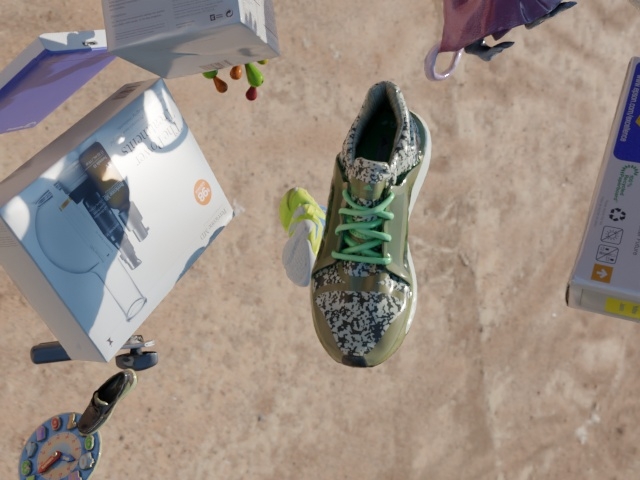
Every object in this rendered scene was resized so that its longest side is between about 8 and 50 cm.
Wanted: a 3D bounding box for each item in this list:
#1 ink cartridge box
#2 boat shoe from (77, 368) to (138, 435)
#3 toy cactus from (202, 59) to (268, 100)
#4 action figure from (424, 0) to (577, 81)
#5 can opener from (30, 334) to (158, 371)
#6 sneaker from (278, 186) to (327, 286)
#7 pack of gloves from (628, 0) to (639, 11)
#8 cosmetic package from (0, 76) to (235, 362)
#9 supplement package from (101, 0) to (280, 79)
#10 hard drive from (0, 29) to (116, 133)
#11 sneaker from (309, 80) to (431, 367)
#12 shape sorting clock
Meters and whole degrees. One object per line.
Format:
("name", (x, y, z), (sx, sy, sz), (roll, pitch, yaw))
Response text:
("ink cartridge box", (0.436, -0.039, 0.748), (0.072, 0.308, 0.303), (70, 39, -56))
("boat shoe", (-0.411, 0.301, 1.415), (0.152, 0.056, 0.049), (-52, 156, -3))
("toy cactus", (-0.163, -0.358, 1.279), (0.112, 0.180, 0.219), (-32, 80, -36))
("action figure", (0.231, -0.480, 1.160), (0.370, 0.276, 0.248), (57, 43, -9))
("can opener", (-0.524, 0.272, 1.749), (0.076, 0.284, 0.095), (-151, -126, -88))
("sneaker", (0.000, 0.000, 1.325), (0.126, 0.091, 0.240), (23, 36, -26))
("pack of gloves", (0.531, -0.346, 1.038), (0.046, 0.232, 0.195), (-15, 152, -30))
("cosmetic package", (-0.319, -0.041, 1.183), (0.377, 0.098, 0.284), (-55, 133, -41))
("supplement package", (-0.193, -0.398, 1.092), (0.198, 0.200, 0.262), (-2, 83, -77))
("hard drive", (-0.520, -0.284, 1.379), (0.040, 0.319, 0.210), (61, 32, -3))
("sneaker", (0.057, -0.037, 1.013), (0.182, 0.158, 0.410), (63, 32, -65))
("shape sorting clock", (-0.588, 0.485, 1.688), (0.206, 0.206, 0.040), (-65, 155, -21))
